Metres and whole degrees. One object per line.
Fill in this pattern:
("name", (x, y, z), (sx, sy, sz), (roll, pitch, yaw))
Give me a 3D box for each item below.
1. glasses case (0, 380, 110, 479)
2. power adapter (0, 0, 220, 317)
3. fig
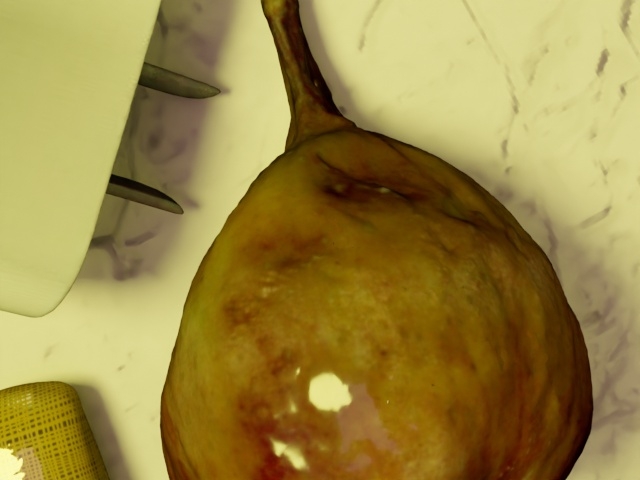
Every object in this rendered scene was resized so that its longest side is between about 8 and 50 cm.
("glasses case", (-0.119, 0.183, 0.740), (0.079, 0.064, 0.234), (-18, 93, 1))
("power adapter", (-0.159, -0.072, 0.657), (0.255, 0.124, 0.187), (18, 90, -33))
("fig", (0.026, -0.002, 0.658), (0.190, 0.190, 0.290), (8, 80, 6))
